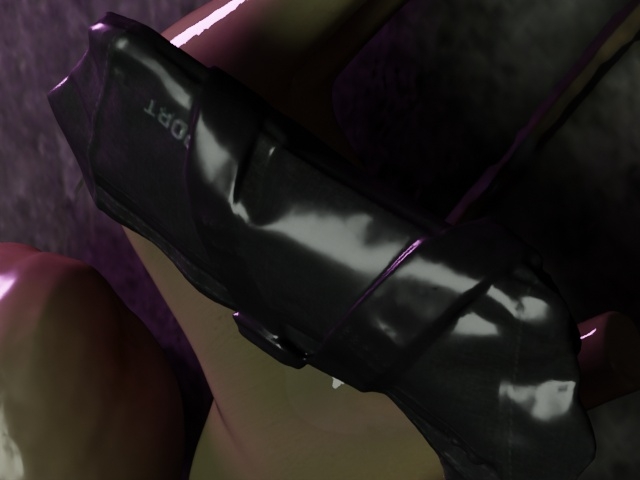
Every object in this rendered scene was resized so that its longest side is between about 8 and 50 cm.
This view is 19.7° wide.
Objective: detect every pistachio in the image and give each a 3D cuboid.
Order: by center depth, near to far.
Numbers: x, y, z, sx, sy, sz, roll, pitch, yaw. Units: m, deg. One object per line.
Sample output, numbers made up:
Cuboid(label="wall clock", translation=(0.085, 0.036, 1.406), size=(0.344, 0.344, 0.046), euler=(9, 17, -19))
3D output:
Cuboid(label="pistachio", translation=(-0.104, 0.076, 0.680), size=(0.113, 0.113, 0.149), euler=(-15, 65, 47))

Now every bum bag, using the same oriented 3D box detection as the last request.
Cuboid(label="bum bag", translation=(0.000, 0.000, 0.516), size=(0.198, 0.049, 0.087), euler=(34, 147, 23))

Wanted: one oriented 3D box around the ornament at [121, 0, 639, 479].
Cuboid(label="ornament", translation=(0.002, 0.036, 0.597), size=(0.245, 0.061, 0.230), euler=(-32, 85, 44))
